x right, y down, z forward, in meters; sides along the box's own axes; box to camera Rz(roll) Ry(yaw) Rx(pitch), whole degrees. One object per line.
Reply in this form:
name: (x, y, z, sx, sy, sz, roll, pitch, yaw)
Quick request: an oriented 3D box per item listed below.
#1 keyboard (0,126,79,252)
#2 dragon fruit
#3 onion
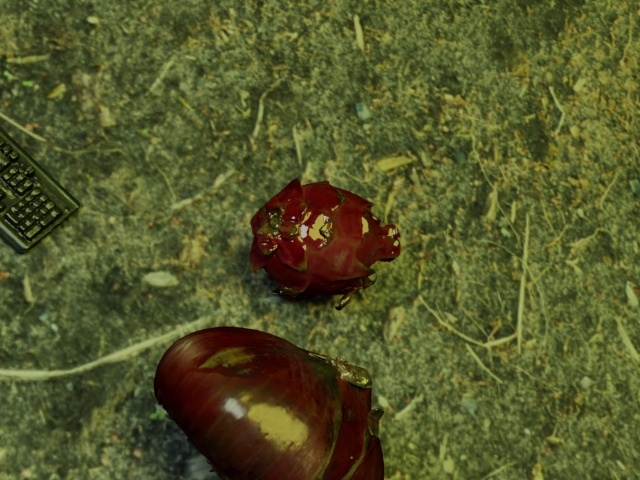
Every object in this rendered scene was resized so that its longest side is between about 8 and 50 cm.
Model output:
keyboard: (-0.351, -0.089, 1.545, 0.230, 0.025, 0.093, 42, 55, 3)
dragon fruit: (0.000, 0.000, 1.601, 0.166, 0.133, 0.136, -1, 104, -25)
onion: (-0.040, 0.172, 1.415, 0.248, 0.248, 0.161, 36, 70, -2)
